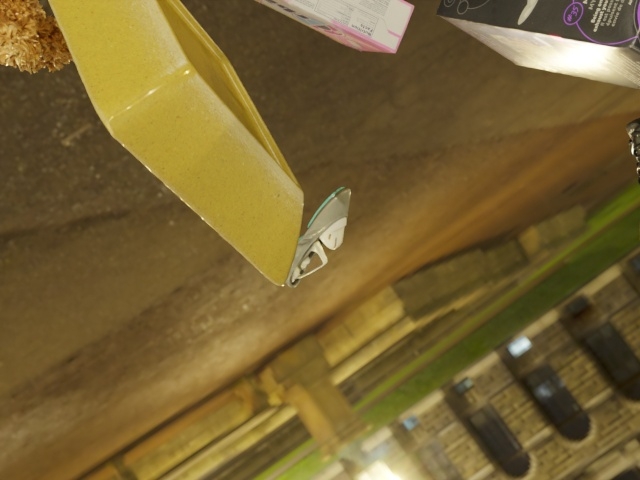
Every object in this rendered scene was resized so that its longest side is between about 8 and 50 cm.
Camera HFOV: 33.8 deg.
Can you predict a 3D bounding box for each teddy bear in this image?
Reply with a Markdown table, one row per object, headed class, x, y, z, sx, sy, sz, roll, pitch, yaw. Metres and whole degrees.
| class | x | y | z | sx | sy | sz | roll | pitch | yaw |
| --- | --- | --- | --- | --- | --- | --- | --- | --- | --- |
| teddy bear | -0.358 | -0.264 | 1.106 | 0.113 | 0.245 | 0.338 | -43 | -176 | 4 |

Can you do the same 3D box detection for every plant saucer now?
| class | x | y | z | sx | sy | sz | roll | pitch | yaw |
| --- | --- | --- | --- | --- | --- | --- | --- | --- | --- |
| plant saucer | -0.137 | -0.154 | 1.043 | 0.081 | 0.333 | 0.333 | -33 | 144 | 6 |

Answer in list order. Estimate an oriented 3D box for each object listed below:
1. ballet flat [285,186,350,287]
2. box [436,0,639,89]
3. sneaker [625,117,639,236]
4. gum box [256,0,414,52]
| class | x | y | z | sx | sy | sz | roll | pitch | yaw |
| --- | --- | --- | --- | --- | --- | --- | --- | --- | --- |
| ballet flat | 0.000 | 0.000 | 1.727 | 0.213 | 0.068 | 0.072 | -47 | 167 | 34 |
| box | 0.272 | -0.252 | 1.032 | 0.143 | 0.270 | 0.165 | 20 | 95 | -38 |
| sneaker | 0.527 | -0.120 | 1.632 | 0.097 | 0.135 | 0.276 | 34 | 74 | -78 |
| gum box | 0.010 | -0.282 | 1.244 | 0.062 | 0.188 | 0.107 | -68 | -156 | 2 |
